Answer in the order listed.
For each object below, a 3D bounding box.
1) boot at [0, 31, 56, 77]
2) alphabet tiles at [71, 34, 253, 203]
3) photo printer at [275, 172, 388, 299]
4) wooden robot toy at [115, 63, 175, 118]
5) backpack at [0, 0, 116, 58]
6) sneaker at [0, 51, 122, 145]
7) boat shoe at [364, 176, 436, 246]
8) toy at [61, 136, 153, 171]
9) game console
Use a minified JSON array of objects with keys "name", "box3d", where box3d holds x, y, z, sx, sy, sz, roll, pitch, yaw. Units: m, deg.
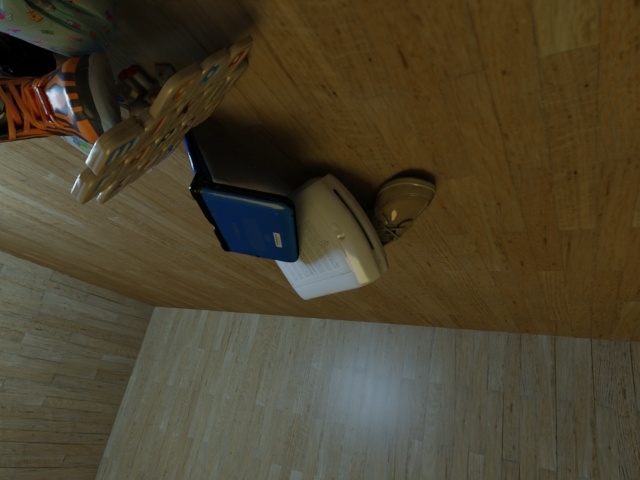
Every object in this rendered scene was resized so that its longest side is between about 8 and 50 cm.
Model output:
[{"name":"boot","box3d":[-0.536,-0.280,0.669,0.207,0.094,0.246,17,152,-2]},{"name":"alphabet tiles","box3d":[-0.203,-0.157,0.553,0.021,0.284,0.278,46,134,-14]},{"name":"photo printer","box3d":[0.000,0.000,0.930,0.256,0.107,0.308,57,147,-5]},{"name":"wooden robot toy","box3d":[-0.309,-0.233,0.691,0.174,0.078,0.076,-5,153,35]},{"name":"backpack","box3d":[-0.328,-0.289,0.470,0.152,0.115,0.182,16,-173,26]},{"name":"sneaker","box3d":[-0.370,-0.171,0.555,0.180,0.124,0.321,-12,-164,-26]},{"name":"boat shoe","box3d":[0.152,-0.041,0.904,0.109,0.098,0.302,17,158,-13]},{"name":"toy","box3d":[-0.459,-0.220,0.833,0.137,0.056,0.237,-4,148,41]},{"name":"game console","box3d":[-0.155,-0.095,0.827,0.251,0.173,0.293,11,159,3]}]
